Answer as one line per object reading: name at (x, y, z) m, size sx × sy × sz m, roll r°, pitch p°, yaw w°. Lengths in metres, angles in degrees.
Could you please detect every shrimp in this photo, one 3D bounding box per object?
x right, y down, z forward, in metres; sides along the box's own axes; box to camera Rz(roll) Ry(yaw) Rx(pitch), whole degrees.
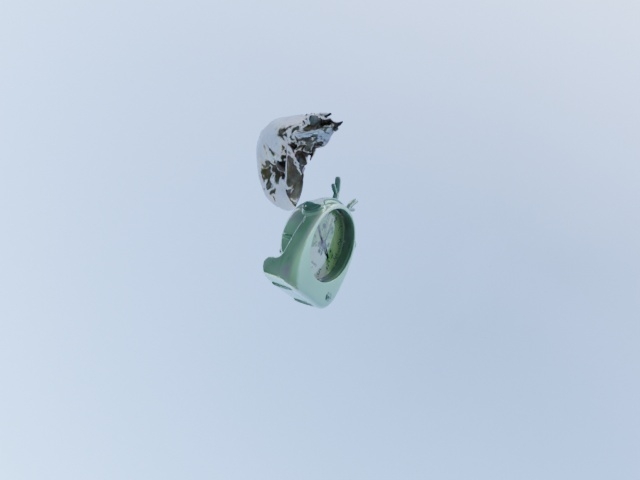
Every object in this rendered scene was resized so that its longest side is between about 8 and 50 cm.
shrimp at (-0.048, -0.137, 0.893) m, size 0.062 × 0.316 × 0.164 m, roll -12°, pitch -87°, yaw -26°

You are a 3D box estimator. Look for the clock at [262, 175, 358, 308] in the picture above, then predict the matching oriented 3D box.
clock at (0.000, 0.000, 0.867) m, size 0.066 × 0.159 × 0.211 m, roll 15°, pitch -110°, yaw 34°
